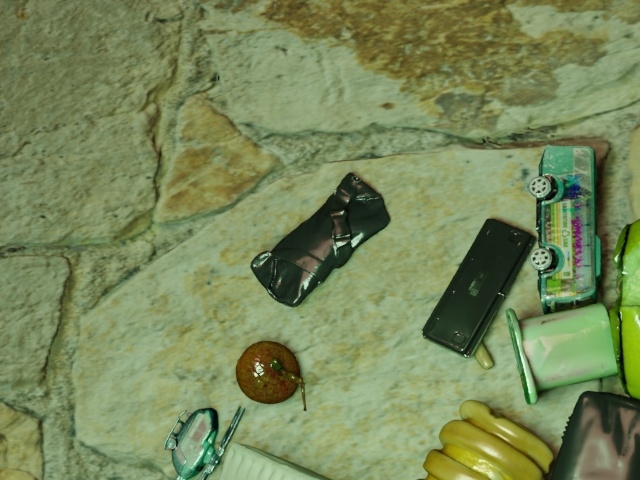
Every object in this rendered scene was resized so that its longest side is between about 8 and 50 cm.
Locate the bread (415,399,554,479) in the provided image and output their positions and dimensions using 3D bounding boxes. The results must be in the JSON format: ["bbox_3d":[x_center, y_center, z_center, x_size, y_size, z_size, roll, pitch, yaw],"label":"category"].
[{"bbox_3d":[0.204,0.394,1.815,0.173,0.121,0.311,26,84,28],"label":"bread"}]

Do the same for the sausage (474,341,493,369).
[{"bbox_3d":[0.232,0.147,1.952,0.024,0.024,0.132,-33,62,8],"label":"sausage"}]

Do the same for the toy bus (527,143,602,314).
[{"bbox_3d":[0.376,-0.018,1.923,0.109,0.091,0.261,-2,71,15],"label":"toy bus"}]

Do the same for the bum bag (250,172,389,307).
[{"bbox_3d":[0.000,0.000,2.084,0.248,0.060,0.123,-47,60,-1],"label":"bum bag"}]

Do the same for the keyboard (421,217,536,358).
[{"bbox_3d":[0.250,0.073,1.955,0.094,0.025,0.230,25,73,25],"label":"keyboard"}]

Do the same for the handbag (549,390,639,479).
[{"bbox_3d":[0.439,0.366,1.750,0.244,0.088,0.275,15,75,26],"label":"handbag"}]

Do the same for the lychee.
[{"bbox_3d":[-0.075,0.215,2.009,0.140,0.101,0.114,-15,97,31],"label":"lychee"}]

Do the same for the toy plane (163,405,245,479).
[{"bbox_3d":[-0.213,0.361,2.040,0.096,0.060,0.235,25,77,15],"label":"toy plane"}]

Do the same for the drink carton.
[{"bbox_3d":[0.356,0.155,1.834,0.142,0.146,0.144,-14,82,6],"label":"drink carton"}]

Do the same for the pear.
[{"bbox_3d":[0.549,0.093,1.767,0.292,0.159,0.292,-7,67,16],"label":"pear"}]

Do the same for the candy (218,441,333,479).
[{"bbox_3d":[-0.023,0.441,1.809,0.359,0.145,0.208,11,77,48],"label":"candy"}]
